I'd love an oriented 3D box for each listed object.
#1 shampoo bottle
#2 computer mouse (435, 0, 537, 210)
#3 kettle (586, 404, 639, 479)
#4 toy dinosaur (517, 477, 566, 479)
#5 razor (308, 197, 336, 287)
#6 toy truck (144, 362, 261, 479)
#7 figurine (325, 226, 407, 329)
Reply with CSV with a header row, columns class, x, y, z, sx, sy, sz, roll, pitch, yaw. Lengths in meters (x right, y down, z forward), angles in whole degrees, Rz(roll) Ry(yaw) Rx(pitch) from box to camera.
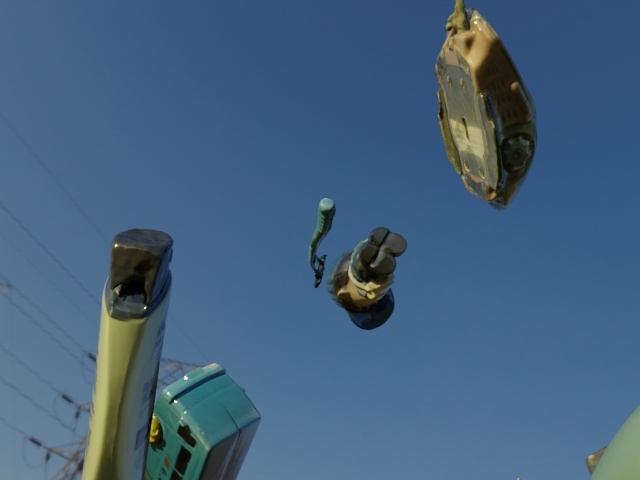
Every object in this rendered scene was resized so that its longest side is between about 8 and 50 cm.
class,x,y,z,sx,sy,sz,roll,pitch,yaw
shampoo bottle,-0.238,0.170,0.837,0.078,0.134,0.359,9,-77,-7
computer mouse,0.273,-0.233,1.116,0.115,0.199,0.388,-20,-67,-12
kettle,0.473,0.324,0.802,0.247,0.319,0.342,22,-62,-31
toy dinosaur,0.420,0.466,1.209,0.187,0.106,0.044,57,-32,1
razor,0.000,0.000,1.374,0.042,0.081,0.253,13,-33,1
toy truck,-0.237,0.400,1.225,0.162,0.161,0.384,36,-58,24
figurine,0.049,0.038,0.744,0.087,0.086,0.149,25,-22,6
